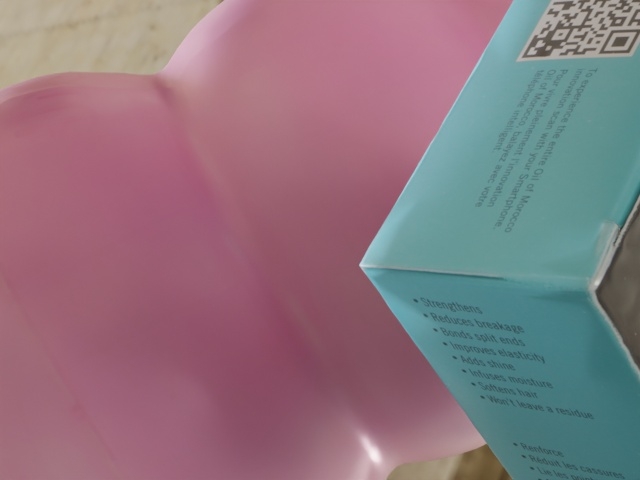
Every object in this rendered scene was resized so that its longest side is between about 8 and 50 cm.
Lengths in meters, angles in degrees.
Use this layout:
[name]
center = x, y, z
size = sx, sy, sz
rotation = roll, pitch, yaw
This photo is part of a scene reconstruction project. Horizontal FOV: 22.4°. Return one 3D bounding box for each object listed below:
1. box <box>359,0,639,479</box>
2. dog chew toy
[box]
center = 0.108, 0.049, 0.411
size = 0.060, 0.100, 0.244
rotation = 4, -39, 41
[dog chew toy]
center = 0.000, 0.000, 0.558
size = 0.206, 0.332, 0.206
rotation = 59, 1, -2
